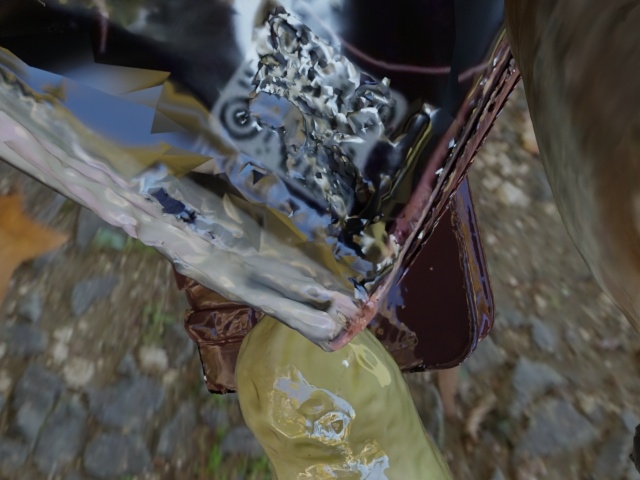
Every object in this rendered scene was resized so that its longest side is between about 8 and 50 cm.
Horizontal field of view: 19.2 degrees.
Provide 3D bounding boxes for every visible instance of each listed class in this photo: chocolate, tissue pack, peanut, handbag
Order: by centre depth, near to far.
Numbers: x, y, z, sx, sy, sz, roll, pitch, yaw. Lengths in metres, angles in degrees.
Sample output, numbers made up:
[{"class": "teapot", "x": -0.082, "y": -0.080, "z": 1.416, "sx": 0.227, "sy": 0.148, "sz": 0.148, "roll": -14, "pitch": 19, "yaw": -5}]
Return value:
[{"class": "chocolate", "x": 0.119, "y": -0.079, "z": 0.587, "sx": 0.157, "sy": 0.254, "sz": 0.080, "roll": -41, "pitch": 111, "yaw": 16}, {"class": "tissue pack", "x": -0.010, "y": -0.141, "z": 0.832, "sx": 0.245, "sy": 0.123, "sz": 0.332, "roll": 30, "pitch": 65, "yaw": -2}, {"class": "peanut", "x": 0.022, "y": 0.171, "z": 1.433, "sx": 0.148, "sy": 0.147, "sz": 0.318, "roll": -22, "pitch": 133, "yaw": 1}, {"class": "handbag", "x": 0.000, "y": 0.000, "z": 1.657, "sx": 0.276, "sy": 0.084, "sz": 0.260, "roll": -8, "pitch": 103, "yaw": 18}]

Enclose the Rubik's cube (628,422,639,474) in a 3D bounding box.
[{"class": "Rubik's cube", "x": 0.461, "y": 0.230, "z": 1.666, "sx": 0.248, "sy": 0.250, "sz": 0.246, "roll": -43, "pitch": 115, "yaw": 9}]
